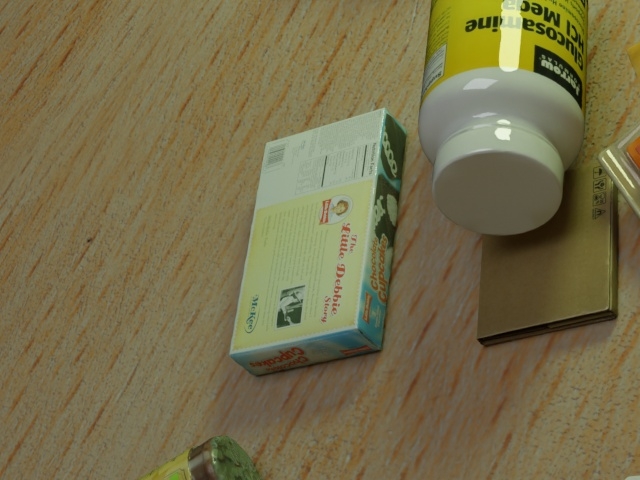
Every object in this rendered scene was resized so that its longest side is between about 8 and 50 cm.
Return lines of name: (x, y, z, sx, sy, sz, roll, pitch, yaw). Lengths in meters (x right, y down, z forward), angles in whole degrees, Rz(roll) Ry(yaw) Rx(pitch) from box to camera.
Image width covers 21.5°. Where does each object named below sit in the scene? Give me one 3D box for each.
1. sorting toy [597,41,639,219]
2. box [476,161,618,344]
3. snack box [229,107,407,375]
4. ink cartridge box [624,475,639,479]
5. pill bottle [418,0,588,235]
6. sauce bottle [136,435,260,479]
sorting toy: (0.405, -0.094, 1.774, 0.196, 0.047, 0.348, -39, 53, 14)
box: (0.254, 0.013, 1.882, 0.164, 0.021, 0.201, -15, 51, 30)
snack box: (0.000, 0.000, 2.069, 0.187, 0.060, 0.322, -14, 52, 32)
ink cartridge box: (0.371, 0.272, 1.562, 0.181, 0.061, 0.104, -8, 55, 34)
pill bottle: (0.209, -0.176, 1.917, 0.188, 0.188, 0.334, -18, 44, 28)
sauce bottle: (-0.228, 0.351, 1.957, 0.344, 0.111, 0.111, -34, 44, 17)
